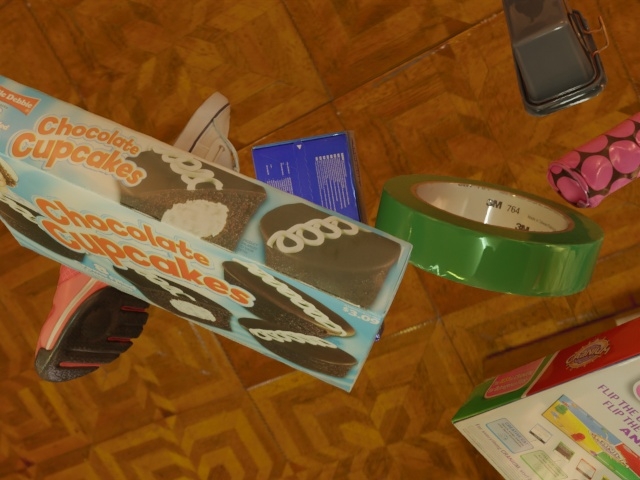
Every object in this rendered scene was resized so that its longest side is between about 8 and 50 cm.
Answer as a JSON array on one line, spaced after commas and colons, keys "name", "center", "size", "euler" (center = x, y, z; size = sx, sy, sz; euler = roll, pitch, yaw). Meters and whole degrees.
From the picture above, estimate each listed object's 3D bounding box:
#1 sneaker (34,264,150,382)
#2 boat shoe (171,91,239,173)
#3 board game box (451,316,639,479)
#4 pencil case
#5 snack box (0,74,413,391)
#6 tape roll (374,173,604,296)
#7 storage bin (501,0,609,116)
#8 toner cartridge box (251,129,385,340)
[{"name": "sneaker", "center": [-0.284, 0.030, 0.848], "size": [0.136, 0.116, 0.313], "euler": [26, 88, 34]}, {"name": "boat shoe", "center": [-0.206, -0.124, 1.183], "size": [0.156, 0.367, 0.136], "euler": [35, 130, -17]}, {"name": "board game box", "center": [0.305, 0.201, 0.600], "size": [0.242, 0.064, 0.316], "euler": [47, 144, 2]}, {"name": "pencil case", "center": [0.456, -0.123, 0.997], "size": [0.209, 0.095, 0.098], "euler": [-29, 83, -8]}, {"name": "snack box", "center": [-0.105, 0.004, 0.492], "size": [0.322, 0.060, 0.187], "euler": [23, 154, 7]}, {"name": "tape roll", "center": [0.244, -0.019, 0.965], "size": [0.321, 0.321, 0.077], "euler": [13, 109, 11]}, {"name": "storage bin", "center": [0.237, -0.214, 0.671], "size": [0.098, 0.135, 0.091], "euler": [-19, 139, 26]}, {"name": "toner cartridge box", "center": [0.000, 0.000, 1.098], "size": [0.165, 0.075, 0.347], "euler": [-7, 99, 14]}]
